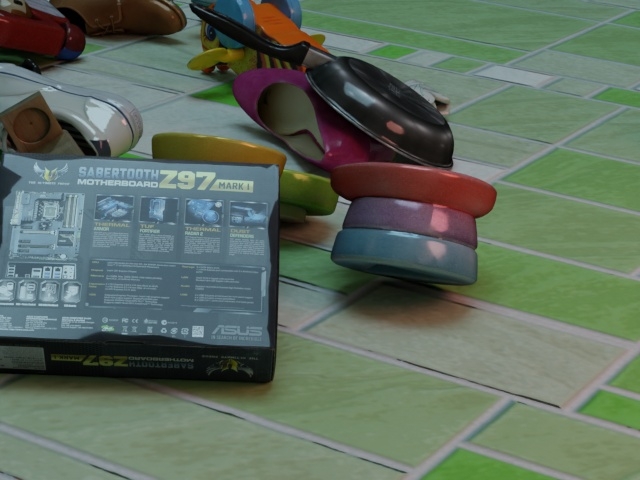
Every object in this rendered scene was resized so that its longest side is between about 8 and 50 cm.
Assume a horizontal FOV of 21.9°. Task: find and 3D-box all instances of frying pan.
[{"bbox_3d":[0.023,-0.185,1.856,0.326,0.053,0.197,39,18,15],"label":"frying pan"}]

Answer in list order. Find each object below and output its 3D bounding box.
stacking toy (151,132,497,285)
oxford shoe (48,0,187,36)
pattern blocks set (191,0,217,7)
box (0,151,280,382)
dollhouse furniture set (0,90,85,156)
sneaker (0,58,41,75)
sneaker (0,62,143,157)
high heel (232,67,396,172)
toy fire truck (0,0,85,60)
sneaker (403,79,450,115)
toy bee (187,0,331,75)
[{"bbox_3d":[0.000,0.000,1.528,0.309,0.130,0.279,8,-5,5],"label":"stacking toy"},{"bbox_3d":[-0.290,-0.312,2.332,0.212,0.076,0.076,10,48,21],"label":"oxford shoe"},{"bbox_3d":[-0.300,-0.377,2.388,0.324,0.026,0.285,13,-1,-13],"label":"pattern blocks set"},{"bbox_3d":[-0.149,0.020,1.320,0.232,0.059,0.183,2,55,-4],"label":"box"},{"bbox_3d":[-0.330,-0.110,1.615,0.144,0.151,0.123,-32,29,-7],"label":"dollhouse furniture set"},{"bbox_3d":[-0.394,-0.177,1.893,0.170,0.075,0.063,-6,45,-27],"label":"sneaker"},{"bbox_3d":[-0.321,-0.131,1.777,0.258,0.094,0.091,7,29,23],"label":"sneaker"},{"bbox_3d":[-0.037,-0.135,1.851,0.244,0.082,0.117,35,24,33],"label":"high heel"},{"bbox_3d":[-0.444,-0.314,2.184,0.254,0.169,0.302,13,14,-31],"label":"toy fire truck"},{"bbox_3d":[0.104,-0.162,1.983,0.061,0.054,0.152,19,25,30],"label":"sneaker"},{"bbox_3d":[-0.088,-0.258,2.121,0.195,0.162,0.298,4,44,-21],"label":"toy bee"}]
